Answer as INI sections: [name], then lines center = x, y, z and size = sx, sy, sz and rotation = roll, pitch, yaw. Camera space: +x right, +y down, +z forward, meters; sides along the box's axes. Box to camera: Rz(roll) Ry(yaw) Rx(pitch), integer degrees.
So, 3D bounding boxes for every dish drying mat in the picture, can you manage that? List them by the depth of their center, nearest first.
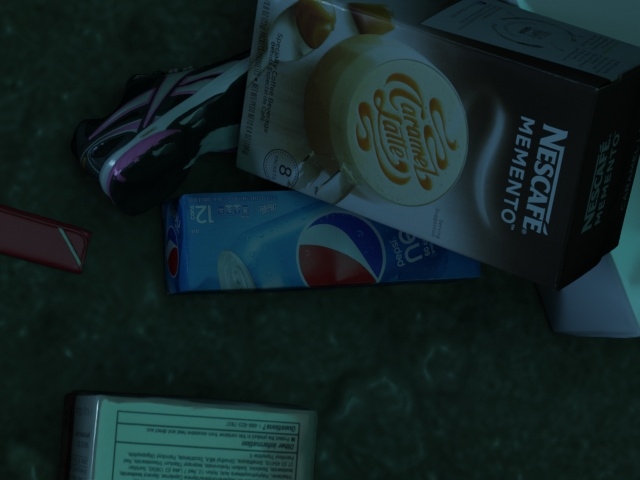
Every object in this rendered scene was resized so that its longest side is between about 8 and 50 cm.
[dish drying mat]
center = -0.197, -0.003, 1.274
size = 0.083, 0.008, 0.032
rotation = 17, 82, -16

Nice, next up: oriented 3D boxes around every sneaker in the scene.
[sneaker]
center = -0.094, -0.094, 1.282
size = 0.077, 0.072, 0.178
rotation = 36, 51, 28

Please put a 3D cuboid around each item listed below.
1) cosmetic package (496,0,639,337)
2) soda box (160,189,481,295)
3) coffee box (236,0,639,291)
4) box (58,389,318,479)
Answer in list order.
[cosmetic package]
center = 0.215, -0.142, 1.334
size = 0.217, 0.156, 0.385
rotation = -24, 92, -15
[soda box]
center = 0.000, 0.000, 1.302
size = 0.210, 0.071, 0.067
rotation = -3, 87, -18
[coffee box]
center = 0.078, -0.083, 1.225
size = 0.098, 0.246, 0.141
rotation = -28, 133, -53
[box]
center = -0.094, 0.217, 1.229
size = 0.149, 0.127, 0.232
rotation = 6, 85, -17
